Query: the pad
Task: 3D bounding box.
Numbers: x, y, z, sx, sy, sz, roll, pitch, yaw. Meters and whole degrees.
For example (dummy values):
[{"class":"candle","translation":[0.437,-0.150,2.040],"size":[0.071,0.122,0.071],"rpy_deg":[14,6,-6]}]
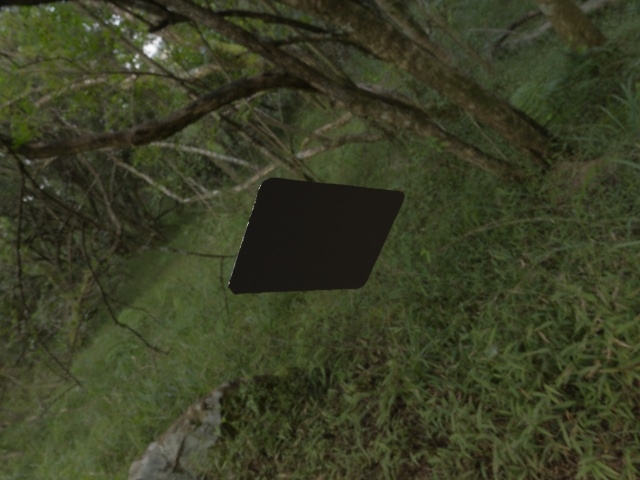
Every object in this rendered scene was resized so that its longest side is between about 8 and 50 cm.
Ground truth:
[{"class":"pad","translation":[0.000,0.000,0.478],"size":[0.003,0.157,0.112],"rpy_deg":[46,123,43]}]
